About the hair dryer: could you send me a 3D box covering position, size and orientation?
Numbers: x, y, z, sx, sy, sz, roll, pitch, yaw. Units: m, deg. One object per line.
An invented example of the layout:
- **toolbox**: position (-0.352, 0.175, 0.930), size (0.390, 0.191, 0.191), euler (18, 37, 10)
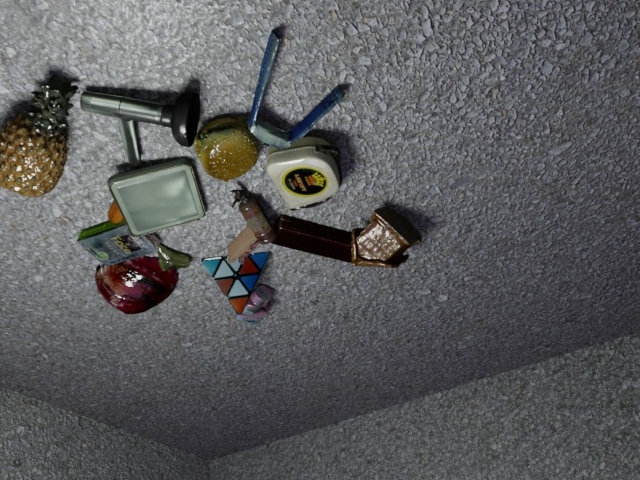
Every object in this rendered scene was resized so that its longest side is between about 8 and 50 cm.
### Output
- **hair dryer**: position (-0.506, -0.338, 1.587), size (0.320, 0.155, 0.284), euler (6, 161, 5)

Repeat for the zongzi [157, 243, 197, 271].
- **zongzi**: position (-0.553, 0.050, 2.063), size (0.154, 0.062, 0.130), euler (-8, 119, -13)

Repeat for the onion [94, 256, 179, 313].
- **onion**: position (-0.730, 0.184, 2.123), size (0.280, 0.146, 0.314), euler (-37, 127, 27)

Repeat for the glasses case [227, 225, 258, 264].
- **glasses case**: position (-0.275, 0.024, 2.017), size (0.070, 0.102, 0.193), euler (19, 134, -36)

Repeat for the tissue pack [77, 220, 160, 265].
- **tissue pack**: position (-0.737, 0.002, 1.952), size (0.236, 0.073, 0.173), euler (-16, 138, 13)

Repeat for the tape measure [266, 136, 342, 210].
- **tape measure**: position (-0.031, -0.218, 1.738), size (0.232, 0.133, 0.271), euler (-8, 143, 14)

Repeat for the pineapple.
- **pineapple**: position (-0.793, -0.296, 1.510), size (0.202, 0.202, 0.362), euler (26, 120, -33)

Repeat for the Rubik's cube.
- **Rubik's cube**: position (-0.274, 0.130, 2.169), size (0.234, 0.284, 0.250), euler (-42, 158, 8)

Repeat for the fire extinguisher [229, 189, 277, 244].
- **fire extinguisher**: position (-0.237, -0.093, 1.854), size (0.075, 0.106, 0.252), euler (-22, 122, 9)

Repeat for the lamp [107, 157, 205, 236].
- **lamp**: position (-0.539, -0.139, 1.779), size (0.269, 0.047, 0.266), euler (-16, 140, -11)

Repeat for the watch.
- **watch**: position (-0.116, -0.408, 1.519), size (0.274, 0.068, 0.276), euler (-39, 130, 25)

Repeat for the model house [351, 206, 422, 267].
- **model house**: position (0.230, 0.012, 1.996), size (0.229, 0.219, 0.199), euler (-44, 172, 22)

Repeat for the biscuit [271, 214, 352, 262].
- **biscuit**: position (0.000, 0.000, 2.043), size (0.388, 0.073, 0.107), euler (14, 137, -23)

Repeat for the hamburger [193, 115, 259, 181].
- **hamburger**: position (-0.284, -0.268, 1.634), size (0.189, 0.122, 0.215), euler (-17, 144, -12)

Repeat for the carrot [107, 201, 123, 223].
- **carrot**: position (-0.650, -0.141, 1.808), size (0.271, 0.062, 0.066), euler (-39, 98, 29)

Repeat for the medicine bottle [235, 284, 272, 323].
- **medicine bottle**: position (-0.286, 0.278, 2.324), size (0.119, 0.094, 0.188), euler (18, 135, -25)
